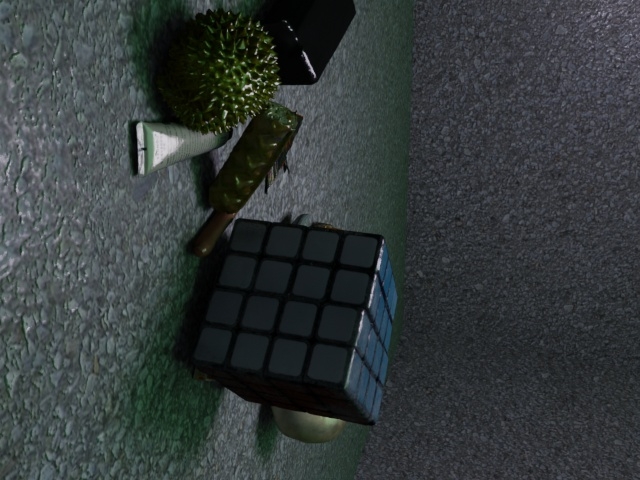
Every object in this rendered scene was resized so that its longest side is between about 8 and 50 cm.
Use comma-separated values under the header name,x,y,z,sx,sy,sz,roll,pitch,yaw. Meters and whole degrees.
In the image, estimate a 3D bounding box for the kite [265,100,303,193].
name,x,y,z,sx,sy,sz,roll,pitch,yaw
kite,-0.102,-0.276,1.687,0.234,0.016,0.321,77,25,-46

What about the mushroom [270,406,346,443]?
name,x,y,z,sx,sy,sz,roll,pitch,yaw
mushroom,-0.041,0.484,1.891,0.260,0.254,0.234,-16,157,-38

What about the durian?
name,x,y,z,sx,sy,sz,roll,pitch,yaw
durian,-0.172,-0.307,1.135,0.200,0.176,0.237,48,45,-10

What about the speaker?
name,x,y,z,sx,sy,sz,roll,pitch,yaw
speaker,-0.059,-0.504,1.452,0.184,0.180,0.388,74,28,-42

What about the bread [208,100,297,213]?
name,x,y,z,sx,sy,sz,roll,pitch,yaw
bread,-0.143,-0.159,1.285,0.269,0.087,0.098,-52,-166,30

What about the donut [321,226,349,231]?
name,x,y,z,sx,sy,sz,roll,pitch,yaw
donut,0.015,0.037,1.933,0.101,0.259,0.152,101,-29,-50

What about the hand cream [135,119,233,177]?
name,x,y,z,sx,sy,sz,roll,pitch,yaw
hand cream,-0.247,-0.184,1.167,0.276,0.059,0.095,-35,131,-62

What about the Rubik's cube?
name,x,y,z,sx,sy,sz,roll,pitch,yaw
Rubik's cube,-0.032,0.183,1.397,0.344,0.343,0.337,64,37,-62

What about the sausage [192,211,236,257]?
name,x,y,z,sx,sy,sz,roll,pitch,yaw
sausage,-0.221,-0.022,1.336,0.186,0.043,0.043,-63,155,-50

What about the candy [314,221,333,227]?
name,x,y,z,sx,sy,sz,roll,pitch,yaw
candy,0.000,0.000,2.054,0.110,0.085,0.095,-53,140,-39

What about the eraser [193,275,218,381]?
name,x,y,z,sx,sy,sz,roll,pitch,yaw
eraser,-0.219,0.205,1.452,0.157,0.038,0.230,43,56,-70

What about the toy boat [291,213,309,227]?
name,x,y,z,sx,sy,sz,roll,pitch,yaw
toy boat,-0.081,0.057,1.758,0.141,0.092,0.320,84,20,-59
